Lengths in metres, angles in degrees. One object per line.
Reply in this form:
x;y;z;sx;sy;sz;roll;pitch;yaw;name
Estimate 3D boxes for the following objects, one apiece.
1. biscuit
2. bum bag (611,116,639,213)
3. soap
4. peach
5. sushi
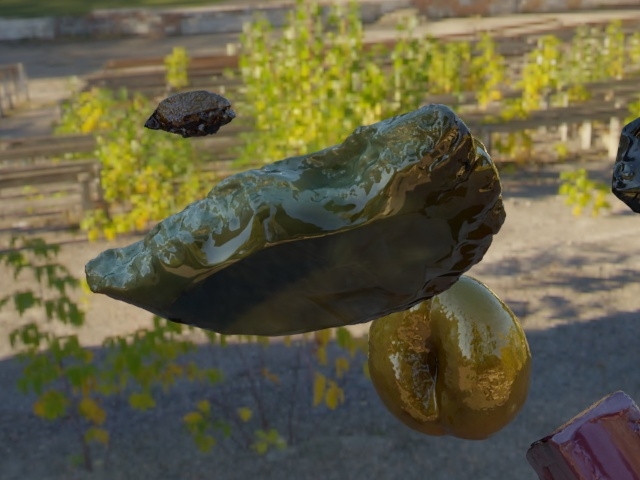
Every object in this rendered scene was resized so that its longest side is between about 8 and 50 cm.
0.000;0.000;0.874;0.329;0.335;0.078;3;60;-29;biscuit
0.342;-0.026;0.848;0.248;0.102;0.069;31;-8;-9;bum bag
0.310;0.269;1.022;0.099;0.250;0.162;-32;-15;-10;soap
0.182;0.164;1.558;0.251;0.251;0.153;11;25;31;peach
-0.134;-0.131;1.164;0.099;0.050;0.047;-13;59;19;sushi
